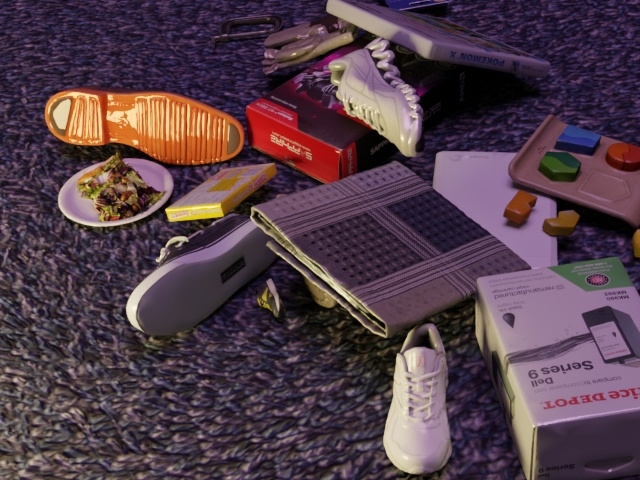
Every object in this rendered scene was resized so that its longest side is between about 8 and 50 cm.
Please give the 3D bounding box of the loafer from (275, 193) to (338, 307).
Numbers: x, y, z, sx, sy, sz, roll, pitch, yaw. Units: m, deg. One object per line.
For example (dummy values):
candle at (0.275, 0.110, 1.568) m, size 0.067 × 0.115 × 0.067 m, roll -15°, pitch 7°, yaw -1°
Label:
loafer at (0.000, 0.000, 1.817) m, size 0.092 × 0.102 × 0.268 m, roll -18°, pitch 39°, yaw -7°

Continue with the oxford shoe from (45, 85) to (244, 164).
oxford shoe at (-0.305, -0.227, 2.129) m, size 0.364 × 0.130 × 0.132 m, roll 12°, pitch 23°, yaw 8°

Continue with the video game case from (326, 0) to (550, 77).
video game case at (0.218, -0.383, 2.208) m, size 0.300 × 0.036 × 0.329 m, roll 2°, pitch 21°, yaw -36°

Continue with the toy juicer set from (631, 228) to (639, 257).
toy juicer set at (0.539, 0.033, 1.723) m, size 0.209 × 0.089 × 0.329 m, roll 28°, pitch 49°, yaw 35°

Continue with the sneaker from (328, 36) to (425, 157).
sneaker at (0.097, -0.229, 1.970) m, size 0.118 × 0.110 × 0.292 m, roll -14°, pitch 41°, yaw -8°

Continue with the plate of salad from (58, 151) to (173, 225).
plate of salad at (-0.354, -0.093, 2.020) m, size 0.200 × 0.048 × 0.199 m, roll -3°, pitch 38°, yaw 2°

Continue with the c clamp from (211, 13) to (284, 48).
c clamp at (-0.153, -0.440, 2.467) m, size 0.161 × 0.022 × 0.137 m, roll -10°, pitch 33°, yaw -3°

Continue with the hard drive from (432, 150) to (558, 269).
hard drive at (0.277, -0.040, 1.888) m, size 0.203 × 0.040 × 0.307 m, roll 2°, pitch 39°, yaw 9°

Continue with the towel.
towel at (0.099, 0.009, 1.719) m, size 0.324 × 0.056 × 0.312 m, roll -18°, pitch 47°, yaw -39°

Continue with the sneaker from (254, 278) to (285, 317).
sneaker at (-0.077, 0.093, 1.770) m, size 0.035 × 0.031 × 0.083 m, roll -23°, pitch 35°, yaw -1°

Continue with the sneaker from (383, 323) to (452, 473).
sneaker at (0.126, 0.199, 1.535) m, size 0.090 × 0.115 × 0.232 m, roll -2°, pitch 38°, yaw 4°

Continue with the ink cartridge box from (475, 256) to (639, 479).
ink cartridge box at (0.340, 0.167, 1.547) m, size 0.211 × 0.121 × 0.289 m, roll -9°, pitch 39°, yaw -4°

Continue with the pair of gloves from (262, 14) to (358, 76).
pair of gloves at (-0.016, -0.395, 2.323) m, size 0.204 × 0.042 × 0.240 m, roll -17°, pitch 22°, yaw 10°

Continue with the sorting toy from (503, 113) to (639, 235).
sorting toy at (0.425, -0.100, 1.897) m, size 0.229 × 0.041 × 0.307 m, roll 25°, pitch 42°, yaw 18°

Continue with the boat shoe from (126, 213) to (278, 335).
boat shoe at (-0.192, 0.039, 1.783) m, size 0.105 × 0.113 × 0.306 m, roll 18°, pitch 42°, yaw 36°

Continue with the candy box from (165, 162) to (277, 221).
candy box at (-0.161, -0.082, 1.941) m, size 0.105 × 0.027 × 0.206 m, roll -7°, pitch 19°, yaw 27°

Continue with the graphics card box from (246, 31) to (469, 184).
graphics card box at (0.073, -0.249, 2.134) m, size 0.233 × 0.094 × 0.371 m, roll 28°, pitch 48°, yaw 34°

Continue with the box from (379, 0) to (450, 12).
box at (0.190, -0.543, 2.543) m, size 0.136 × 0.036 × 0.225 m, roll -11°, pitch 37°, yaw -6°
